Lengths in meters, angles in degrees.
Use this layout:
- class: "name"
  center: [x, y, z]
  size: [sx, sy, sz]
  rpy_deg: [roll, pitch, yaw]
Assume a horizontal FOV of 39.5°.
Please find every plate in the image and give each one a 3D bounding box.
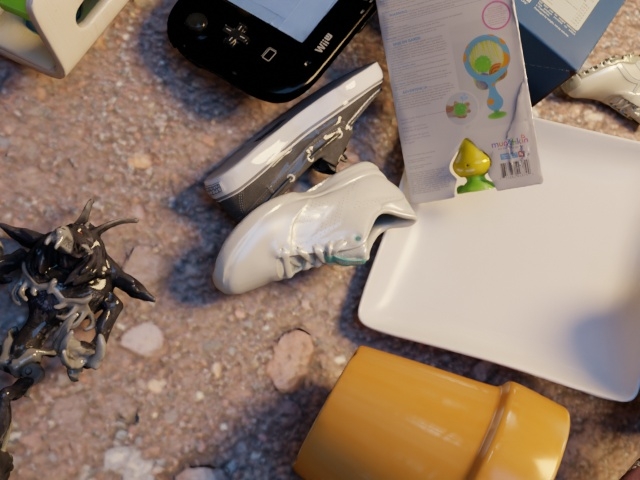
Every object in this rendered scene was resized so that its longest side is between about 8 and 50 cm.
- class: "plate"
  center: [0.206, 0.002, 0.913]
  size: [0.277, 0.045, 0.277]
  rpy_deg: [16, 70, 9]

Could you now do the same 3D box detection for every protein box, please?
- class: "protein box"
  center: [0.219, -0.287, 0.984]
  size: [0.200, 0.136, 0.201]
  rpy_deg: [38, 68, -4]

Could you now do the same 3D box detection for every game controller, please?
- class: "game controller"
  center: [-0.012, -0.279, 0.930]
  size: [0.167, 0.067, 0.319]
  rpy_deg: [28, 67, 19]

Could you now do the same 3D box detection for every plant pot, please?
- class: "plant pot"
  center: [0.087, 0.193, 0.793]
  size: [0.188, 0.205, 0.205]
  rpy_deg: [29, 68, 8]

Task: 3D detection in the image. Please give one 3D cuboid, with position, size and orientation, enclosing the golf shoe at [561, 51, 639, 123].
- class: "golf shoe"
  center: [0.365, -0.172, 1.041]
  size: [0.176, 0.069, 0.085]
  rpy_deg: [-10, 85, -19]

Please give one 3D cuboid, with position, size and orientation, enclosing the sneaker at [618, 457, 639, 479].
- class: "sneaker"
  center: [0.321, 0.162, 0.794]
  size: [0.163, 0.106, 0.281]
  rpy_deg: [-20, 81, 0]

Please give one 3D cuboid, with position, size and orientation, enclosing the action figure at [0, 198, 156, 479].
- class: "action figure"
  center: [-0.246, 0.070, 0.739]
  size: [0.164, 0.141, 0.275]
  rpy_deg: [26, 70, 2]

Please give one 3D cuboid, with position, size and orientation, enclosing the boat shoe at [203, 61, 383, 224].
- class: "boat shoe"
  center: [-0.011, -0.094, 0.895]
  size: [0.228, 0.080, 0.076]
  rpy_deg: [-42, 108, -26]

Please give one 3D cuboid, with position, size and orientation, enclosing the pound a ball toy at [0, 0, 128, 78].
- class: "pound a ball toy"
  center: [-0.240, -0.327, 0.870]
  size: [0.208, 0.135, 0.319]
  rpy_deg: [25, 67, 17]

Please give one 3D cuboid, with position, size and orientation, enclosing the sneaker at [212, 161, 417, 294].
- class: "sneaker"
  center: [0.000, 0.000, 0.853]
  size: [0.212, 0.080, 0.094]
  rpy_deg: [-32, 58, -23]

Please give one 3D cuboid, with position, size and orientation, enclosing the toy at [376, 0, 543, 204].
- class: "toy"
  center: [0.141, -0.163, 0.896]
  size: [0.137, 0.056, 0.237]
  rpy_deg: [-9, 90, 24]
